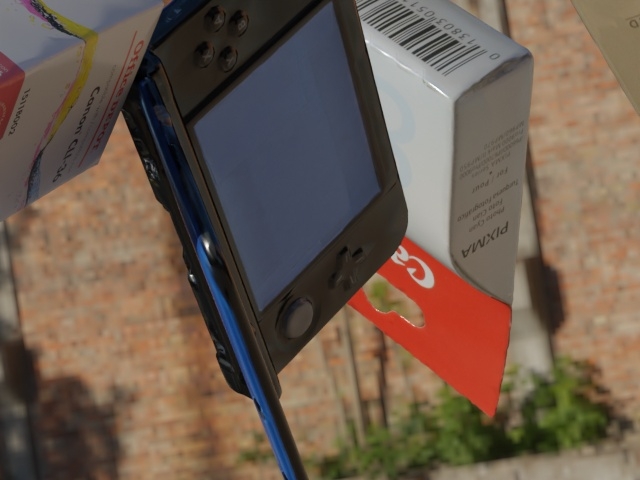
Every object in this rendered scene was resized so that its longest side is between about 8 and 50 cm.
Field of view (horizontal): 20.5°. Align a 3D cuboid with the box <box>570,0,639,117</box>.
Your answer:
[{"bbox_3d":[0.227,-0.056,0.738,0.121,0.311,0.148,-17,29,34],"label":"box"}]

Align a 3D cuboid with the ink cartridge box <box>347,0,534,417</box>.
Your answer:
[{"bbox_3d":[0.020,-0.052,1.414,0.091,0.385,0.308,-30,50,-30],"label":"ink cartridge box"}]

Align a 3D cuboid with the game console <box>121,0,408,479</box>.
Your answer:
[{"bbox_3d":[0.000,0.000,1.023,0.173,0.293,0.250,27,60,34],"label":"game console"}]

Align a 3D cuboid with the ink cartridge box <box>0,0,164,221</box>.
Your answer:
[{"bbox_3d":[-0.151,-0.077,0.885,0.198,0.067,0.115,-40,-17,-52],"label":"ink cartridge box"}]
